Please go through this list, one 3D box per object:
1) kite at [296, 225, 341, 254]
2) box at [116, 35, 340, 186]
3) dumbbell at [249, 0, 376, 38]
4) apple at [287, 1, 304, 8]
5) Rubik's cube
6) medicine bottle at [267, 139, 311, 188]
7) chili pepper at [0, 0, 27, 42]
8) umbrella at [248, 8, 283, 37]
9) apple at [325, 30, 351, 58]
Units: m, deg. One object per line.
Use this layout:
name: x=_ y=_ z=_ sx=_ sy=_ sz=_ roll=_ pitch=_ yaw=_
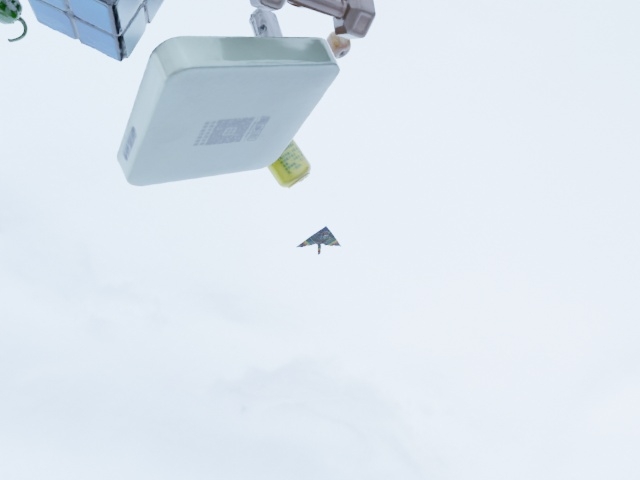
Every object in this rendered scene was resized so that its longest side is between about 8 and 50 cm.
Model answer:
kite: x=0.000 y=0.000 z=1.374 sx=0.122 sy=0.090 sz=0.004 roll=-5 pitch=41 yaw=-22
box: x=-0.184 y=-0.250 z=1.124 sx=0.372 sy=0.367 sz=0.091 roll=-15 pitch=72 yaw=-37
dumbbell: x=-0.013 y=-0.420 z=0.997 sx=0.230 sy=0.092 sz=0.082 roll=6 pitch=39 yaw=-31
apple: x=-0.029 y=-0.566 z=1.122 sx=0.162 sy=0.201 sz=0.201 roll=-36 pitch=76 yaw=-10
Rubik's cube: x=-0.380 y=-0.448 z=0.969 sx=0.183 sy=0.167 sz=0.180 roll=27 pitch=71 yaw=-5
medicine bottle: x=-0.140 y=-0.279 z=1.479 sx=0.111 sy=0.076 sz=0.309 roll=-38 pitch=96 yaw=-38
chili pepper: x=-0.685 y=-0.496 z=1.106 sx=0.256 sy=0.074 sz=0.100 roll=24 pitch=60 yaw=-44
umbrella: x=-0.112 y=-0.450 z=1.410 sx=0.073 sy=0.067 sz=0.338 roll=3 pitch=54 yaw=-32
apple: x=0.054 y=-0.607 z=1.772 sx=0.083 sy=0.084 sz=0.071 roll=-17 pitch=74 yaw=-33
